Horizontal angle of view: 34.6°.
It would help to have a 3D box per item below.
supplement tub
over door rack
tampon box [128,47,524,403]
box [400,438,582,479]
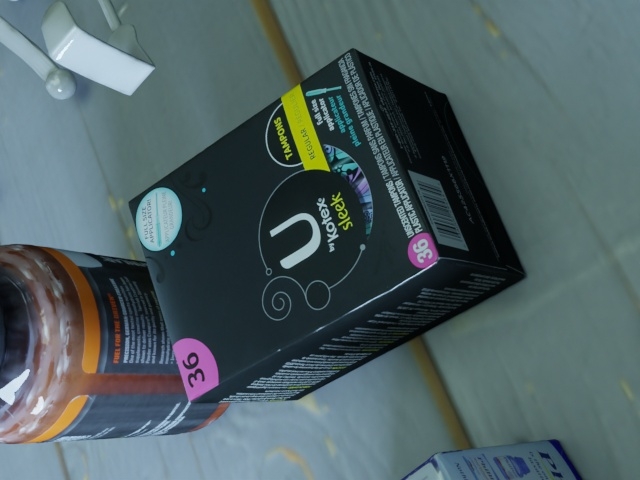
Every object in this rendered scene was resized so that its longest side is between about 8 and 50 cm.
[{"bbox_3d":[-0.135,0.058,0.566,0.106,0.198,0.106,-5,80,32],"label":"supplement tub"},{"bbox_3d":[-0.200,-0.099,0.656,0.239,0.108,0.324,-45,37,19],"label":"over door rack"},{"bbox_3d":[0.000,0.000,0.543,0.161,0.101,0.120,-32,67,26],"label":"tampon box"},{"bbox_3d":[0.055,0.155,0.464,0.126,0.137,0.072,-42,62,22],"label":"box"}]
